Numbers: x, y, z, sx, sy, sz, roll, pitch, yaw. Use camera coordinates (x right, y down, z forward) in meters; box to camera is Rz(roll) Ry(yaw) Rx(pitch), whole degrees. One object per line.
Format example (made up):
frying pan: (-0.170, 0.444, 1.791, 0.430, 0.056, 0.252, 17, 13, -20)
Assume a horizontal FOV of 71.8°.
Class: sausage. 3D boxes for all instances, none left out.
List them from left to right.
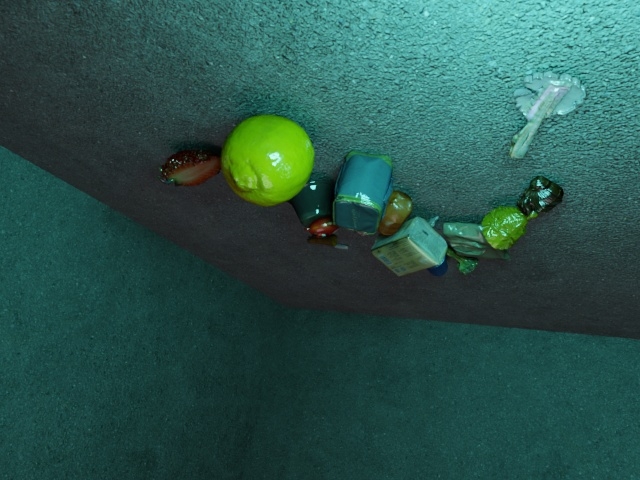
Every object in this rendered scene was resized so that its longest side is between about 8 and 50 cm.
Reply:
sausage: (0.306, -0.116, 1.930, 0.141, 0.153, 0.268, 40, 159, 6)

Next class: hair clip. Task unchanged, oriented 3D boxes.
hair clip: (0.614, -0.357, 1.253, 0.172, 0.069, 0.300, 12, 148, 3)

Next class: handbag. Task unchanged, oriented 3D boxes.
handbag: (0.167, -0.186, 1.727, 0.222, 0.241, 0.263, 13, 158, 7)
handbag: (0.719, 0.001, 2.027, 0.253, 0.109, 0.316, 5, 158, 35)

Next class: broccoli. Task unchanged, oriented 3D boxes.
broccoli: (0.718, 0.092, 2.293, 0.204, 0.122, 0.118, 33, 140, -9)

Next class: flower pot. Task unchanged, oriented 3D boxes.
flower pot: (-0.027, -0.148, 1.962, 0.235, 0.148, 0.235, -10, 160, -4)

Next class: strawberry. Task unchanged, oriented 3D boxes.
strawberry: (-0.560, -0.350, 1.990, 0.306, 0.138, 0.233, -21, 167, 16)

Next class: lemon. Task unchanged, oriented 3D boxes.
lemon: (-0.186, -0.289, 1.586, 0.347, 0.348, 0.348, 12, 159, 5)

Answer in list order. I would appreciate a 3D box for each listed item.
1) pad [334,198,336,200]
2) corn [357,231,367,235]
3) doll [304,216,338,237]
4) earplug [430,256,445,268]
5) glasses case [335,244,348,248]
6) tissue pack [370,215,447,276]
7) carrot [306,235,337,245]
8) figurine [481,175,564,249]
pad: (0.034, -0.156, 2.204, 0.268, 0.012, 0.270, 14, 159, 3)
corn: (0.181, -0.125, 2.054, 0.126, 0.127, 0.335, 7, 162, 18)
doll: (0.040, -0.064, 1.889, 0.217, 0.085, 0.183, -15, 173, -22)
earplug: (0.613, 0.118, 2.354, 0.132, 0.133, 0.273, 4, 164, 24)
glasses case: (0.123, 0.037, 2.610, 0.083, 0.021, 0.032, 6, 160, 20)
tissue pack: (0.427, 0.007, 2.072, 0.238, 0.239, 0.305, 22, 157, -20)
carrot: (0.000, 0.000, 2.556, 0.209, 0.061, 0.061, 2, 156, 39)
figurine: (0.776, -0.107, 1.662, 0.187, 0.168, 0.315, -23, 165, -29)
